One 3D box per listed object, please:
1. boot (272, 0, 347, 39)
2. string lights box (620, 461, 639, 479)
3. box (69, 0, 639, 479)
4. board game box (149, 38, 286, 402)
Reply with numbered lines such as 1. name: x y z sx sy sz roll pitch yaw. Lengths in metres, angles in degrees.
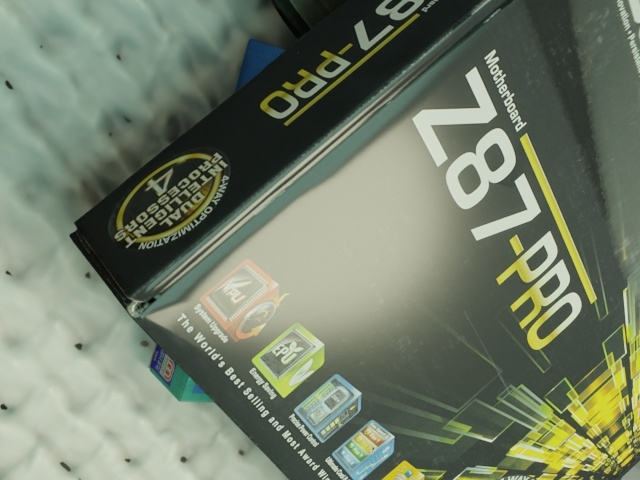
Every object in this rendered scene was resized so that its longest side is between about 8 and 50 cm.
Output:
1. boot: 0.045 -0.162 0.536 0.161 0.083 0.246 -37 127 -3
2. string lights box: 0.319 0.338 0.921 0.133 0.077 0.259 4 106 -37
3. box: 0.098 0.035 0.555 0.318 0.097 0.395 -41 129 -10
4. board game box: 0.000 0.000 0.573 0.160 0.047 0.210 9 104 -38
